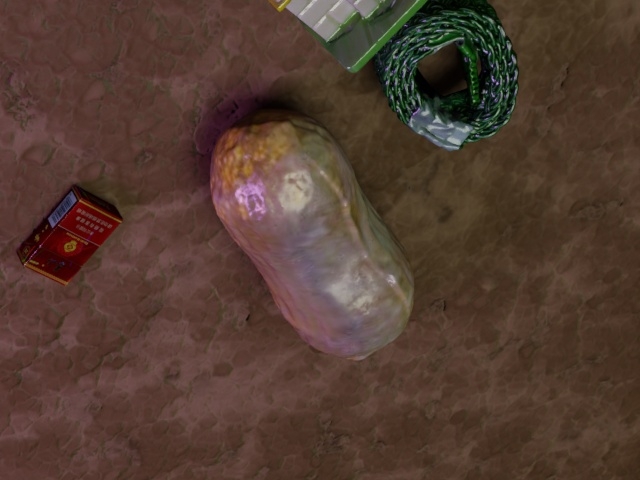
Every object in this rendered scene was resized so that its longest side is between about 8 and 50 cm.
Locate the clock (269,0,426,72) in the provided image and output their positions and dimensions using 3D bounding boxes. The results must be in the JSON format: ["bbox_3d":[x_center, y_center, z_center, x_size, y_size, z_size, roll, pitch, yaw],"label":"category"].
[{"bbox_3d":[0.013,-0.268,1.223,0.220,0.106,0.255,-46,148,9],"label":"clock"}]

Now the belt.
[{"bbox_3d":[0.111,-0.156,1.535,0.121,0.079,0.151,-28,126,7],"label":"belt"}]

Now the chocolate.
[{"bbox_3d":[0.000,0.000,1.557,0.134,0.134,0.309,-32,136,-3],"label":"chocolate"}]

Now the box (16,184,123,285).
[{"bbox_3d":[-0.217,-0.004,1.499,0.082,0.023,0.051,-48,134,12],"label":"box"}]
